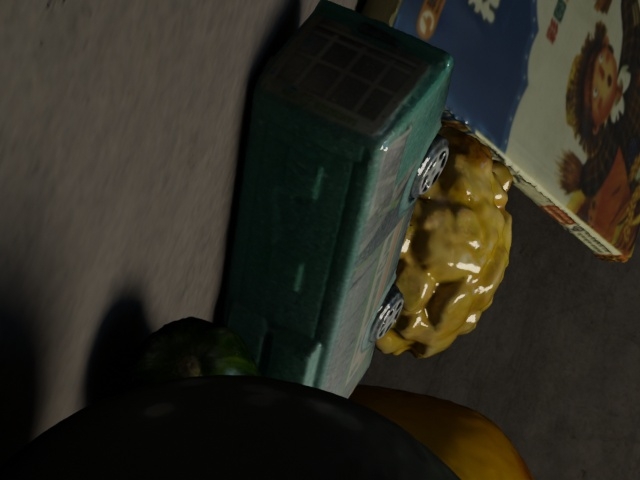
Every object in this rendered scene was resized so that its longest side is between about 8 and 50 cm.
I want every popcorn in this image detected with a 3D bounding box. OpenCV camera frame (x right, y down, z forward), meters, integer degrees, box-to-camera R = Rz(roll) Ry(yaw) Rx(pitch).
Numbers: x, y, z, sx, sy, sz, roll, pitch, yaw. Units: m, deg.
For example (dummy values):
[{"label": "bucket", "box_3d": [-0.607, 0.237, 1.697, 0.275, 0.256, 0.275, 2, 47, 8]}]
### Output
[{"label": "popcorn", "box_3d": [0.063, -0.001, 0.884, 0.180, 0.180, 0.170, 94, -23, -67]}]

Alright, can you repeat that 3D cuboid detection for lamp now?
[{"label": "lamp", "box_3d": [-0.040, 0.183, 0.387, 0.182, 0.182, 0.314, -62, 169, -55]}]

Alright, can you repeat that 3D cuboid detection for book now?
[{"label": "book", "box_3d": [0.192, -0.187, 0.979, 0.428, 0.039, 0.300, 31, 75, -50]}]

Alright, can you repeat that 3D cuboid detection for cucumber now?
[{"label": "cucumber", "box_3d": [-0.051, 0.093, 0.556, 0.241, 0.074, 0.074, 85, 24, -68]}]

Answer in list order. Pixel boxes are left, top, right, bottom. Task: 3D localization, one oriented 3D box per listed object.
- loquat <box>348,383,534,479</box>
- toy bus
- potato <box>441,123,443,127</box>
[{"label": "loquat", "box_3d": [0.025, 0.226, 0.786, 0.284, 0.276, 0.276, 21, 88, -81]}, {"label": "toy bus", "box_3d": [0.000, 0.000, 0.666, 0.109, 0.091, 0.262, -51, 161, -41]}, {"label": "potato", "box_3d": [0.154, -0.213, 1.071, 0.173, 0.140, 0.300, 45, 54, -34]}]
